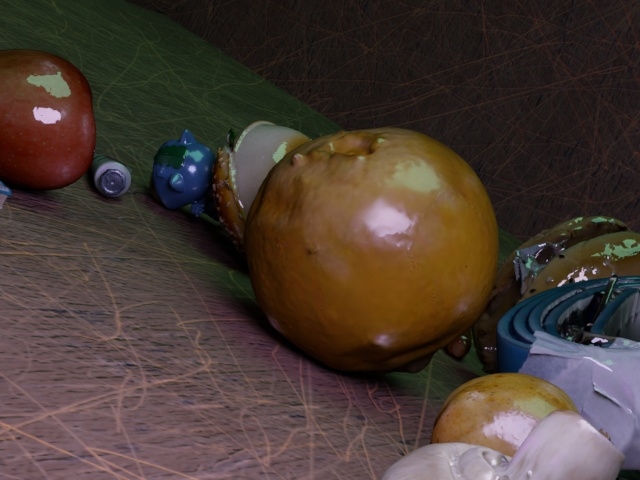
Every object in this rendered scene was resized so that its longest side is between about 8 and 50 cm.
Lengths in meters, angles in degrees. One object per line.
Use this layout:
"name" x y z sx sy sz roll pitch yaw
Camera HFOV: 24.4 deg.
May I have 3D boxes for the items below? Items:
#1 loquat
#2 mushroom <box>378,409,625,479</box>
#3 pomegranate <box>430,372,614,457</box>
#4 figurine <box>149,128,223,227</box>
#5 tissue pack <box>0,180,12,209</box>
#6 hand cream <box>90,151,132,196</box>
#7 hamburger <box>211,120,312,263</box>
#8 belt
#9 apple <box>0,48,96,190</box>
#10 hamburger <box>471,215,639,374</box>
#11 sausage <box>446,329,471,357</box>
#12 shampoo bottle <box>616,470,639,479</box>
"loquat" 0.065 0.012 1.846 0.328 0.328 0.328 28 11 -6
"mushroom" 0.168 0.249 1.213 0.254 0.234 0.260 38 15 24
"pomegranate" 0.218 0.227 1.596 0.196 0.196 0.196 28 11 -6
"figurine" -0.195 -0.082 2.211 0.144 0.114 0.178 6 -21 42
"tissue pack" -0.424 -0.060 1.521 0.169 0.082 0.120 17 15 -48
"hand cream" -0.304 -0.101 2.144 0.080 0.050 0.234 23 6 -14
"hamburger" -0.071 -0.059 2.134 0.147 0.237 0.237 -10 -6 24
"belt" 0.385 0.154 1.834 0.300 0.173 0.436 4 16 28
"apple" -0.368 -0.150 1.859 0.168 0.181 0.181 -2 24 -25
"hamburger" 0.367 0.132 2.148 0.277 0.318 0.195 -9 24 -13
"sausage" 0.214 0.152 2.304 0.041 0.039 0.131 31 10 -2
"shampoo bottle" 0.332 0.284 1.887 0.080 0.079 0.246 25 11 -24
